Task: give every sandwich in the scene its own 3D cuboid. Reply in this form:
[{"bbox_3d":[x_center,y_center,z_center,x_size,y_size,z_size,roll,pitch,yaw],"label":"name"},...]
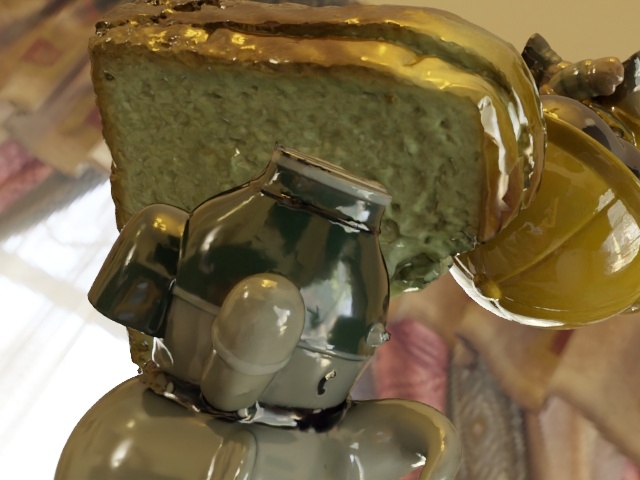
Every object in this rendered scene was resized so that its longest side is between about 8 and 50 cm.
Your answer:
[{"bbox_3d":[-0.002,0.002,0.831,0.254,0.099,0.288,8,-61,18],"label":"sandwich"}]

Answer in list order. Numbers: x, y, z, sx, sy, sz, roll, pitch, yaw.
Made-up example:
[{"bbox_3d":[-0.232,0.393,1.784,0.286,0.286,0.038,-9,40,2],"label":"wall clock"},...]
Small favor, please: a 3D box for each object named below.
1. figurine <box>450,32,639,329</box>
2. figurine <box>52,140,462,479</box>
[{"bbox_3d":[0.176,-0.039,1.045,0.192,0.257,0.167,32,-58,8],"label":"figurine"},{"bbox_3d":[-0.028,0.066,0.475,0.126,0.192,0.147,23,4,-12],"label":"figurine"}]
